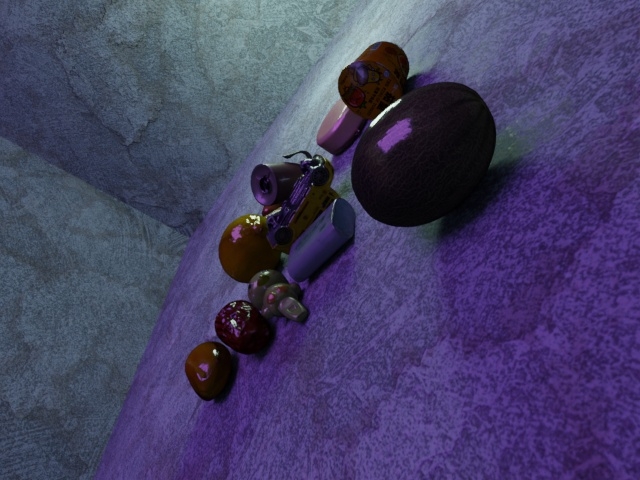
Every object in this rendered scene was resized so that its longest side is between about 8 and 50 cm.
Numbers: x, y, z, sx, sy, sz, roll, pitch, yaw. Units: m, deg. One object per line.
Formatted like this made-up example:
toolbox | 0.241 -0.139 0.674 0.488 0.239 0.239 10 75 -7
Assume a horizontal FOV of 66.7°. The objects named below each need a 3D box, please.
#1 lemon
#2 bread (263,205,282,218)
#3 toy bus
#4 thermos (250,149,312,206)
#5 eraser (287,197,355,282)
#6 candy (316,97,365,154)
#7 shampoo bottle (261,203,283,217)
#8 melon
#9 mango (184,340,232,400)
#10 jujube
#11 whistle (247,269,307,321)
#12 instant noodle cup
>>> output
lemon | -0.252 0.031 1.759 0.263 0.236 0.236 -43 25 22
bread | -0.174 -0.114 1.963 0.077 0.105 0.152 -14 49 54
toy bus | -0.044 -0.111 1.585 0.330 0.152 0.144 -58 25 10
thermos | -0.102 -0.226 1.731 0.146 0.265 0.176 11 111 44
eraser | 0.000 0.000 1.423 0.227 0.081 0.174 -46 23 34
candy | 0.084 -0.441 1.829 0.255 0.094 0.255 -48 22 27
shampoo bottle | -0.209 -0.140 2.118 0.085 0.085 0.244 -35 32 48
melon | 0.199 -0.163 0.952 0.302 0.237 0.237 -45 24 30
mango | -0.368 0.426 1.612 0.166 0.136 0.236 -53 26 7
jujube | -0.240 0.274 1.516 0.155 0.155 0.230 -60 30 -4
whistle | -0.133 0.158 1.434 0.141 0.141 0.294 -62 21 -9
instant noodle cup | 0.185 -0.526 1.574 0.216 0.216 0.172 -31 25 53
